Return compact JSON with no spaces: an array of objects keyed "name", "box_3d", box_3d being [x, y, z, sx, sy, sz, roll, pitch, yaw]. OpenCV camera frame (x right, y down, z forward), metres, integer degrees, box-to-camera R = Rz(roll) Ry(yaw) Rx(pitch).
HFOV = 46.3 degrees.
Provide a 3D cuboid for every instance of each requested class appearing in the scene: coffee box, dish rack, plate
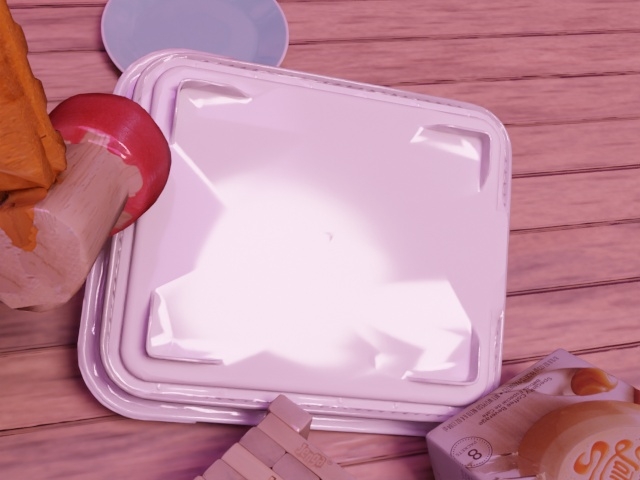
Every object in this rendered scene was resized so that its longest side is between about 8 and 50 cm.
[{"name":"coffee box","box_3d":[0.202,0.184,0.474,0.141,0.098,0.246,-27,29,-22]},{"name":"dish rack","box_3d":[0.000,0.000,0.567,0.332,0.072,0.286,7,80,-14]},{"name":"plate","box_3d":[-0.126,-0.210,0.762,0.188,0.024,0.188,5,60,-8]}]

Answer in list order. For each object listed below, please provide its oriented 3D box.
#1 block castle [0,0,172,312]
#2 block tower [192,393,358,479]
[{"name":"block castle","box_3d":[-0.335,-0.084,0.412,0.452,0.303,0.213,-13,25,4]},{"name":"block tower","box_3d":[-0.098,0.234,0.419,0.097,0.091,0.335,33,45,20]}]
